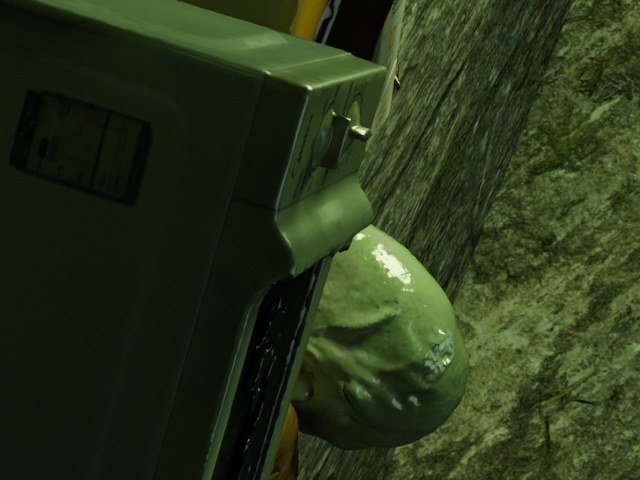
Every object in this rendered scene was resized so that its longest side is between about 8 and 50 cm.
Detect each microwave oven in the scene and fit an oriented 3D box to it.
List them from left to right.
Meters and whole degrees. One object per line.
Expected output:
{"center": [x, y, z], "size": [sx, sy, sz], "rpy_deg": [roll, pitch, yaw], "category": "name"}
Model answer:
{"center": [-0.142, 0.038, 1.016], "size": [0.218, 0.286, 0.355], "rpy_deg": [-30, 136, -73], "category": "microwave oven"}

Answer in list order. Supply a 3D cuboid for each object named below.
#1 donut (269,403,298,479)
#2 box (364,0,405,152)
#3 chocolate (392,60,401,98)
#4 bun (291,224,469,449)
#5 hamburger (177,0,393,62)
{"center": [-0.117, 0.268, 1.805], "size": [0.299, 0.150, 0.317], "rpy_deg": [-47, 153, -62], "category": "donut"}
{"center": [-0.005, -0.199, 1.583], "size": [0.067, 0.149, 0.233], "rpy_deg": [-55, 160, -44], "category": "box"}
{"center": [0.013, -0.167, 1.795], "size": [0.127, 0.124, 0.133], "rpy_deg": [-54, 146, -4], "category": "chocolate"}
{"center": [0.009, 0.111, 1.907], "size": [0.179, 0.283, 0.283], "rpy_deg": [-40, 153, -30], "category": "bun"}
{"center": [-0.047, -0.199, 1.342], "size": [0.294, 0.179, 0.276], "rpy_deg": [-70, 166, 12], "category": "hamburger"}
